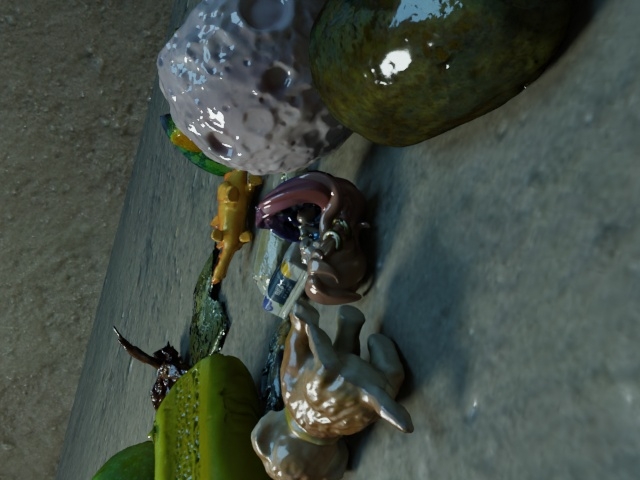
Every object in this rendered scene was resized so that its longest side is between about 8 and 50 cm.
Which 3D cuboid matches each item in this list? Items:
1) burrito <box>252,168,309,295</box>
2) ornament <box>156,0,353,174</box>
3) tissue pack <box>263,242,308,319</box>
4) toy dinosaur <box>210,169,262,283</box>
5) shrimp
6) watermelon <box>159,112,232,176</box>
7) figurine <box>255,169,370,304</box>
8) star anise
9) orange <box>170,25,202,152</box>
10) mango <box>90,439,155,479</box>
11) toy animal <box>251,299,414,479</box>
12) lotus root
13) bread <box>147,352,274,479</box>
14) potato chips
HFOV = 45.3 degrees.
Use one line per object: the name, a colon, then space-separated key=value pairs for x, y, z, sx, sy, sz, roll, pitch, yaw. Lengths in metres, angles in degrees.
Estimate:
burrito: x=-0.056 y=-0.016 z=1.049 sx=0.058 sy=0.045 sz=0.188 roll=-147 pitch=70 yaw=-75
ornament: x=-0.052 y=-0.198 z=0.892 sx=0.259 sy=0.225 sz=0.259 roll=-46 pitch=15 yaw=16
tissue pack: x=-0.037 y=0.047 z=0.954 sx=0.083 sy=0.042 sz=0.062 roll=-59 pitch=8 yaw=32
toy dinosaur: x=-0.141 y=-0.064 z=1.263 sx=0.117 sy=0.071 sz=0.288 roll=-24 pitch=51 yaw=64
shrimp: x=-0.051 y=0.167 z=0.950 sx=0.091 sy=0.034 sz=0.161 roll=124 pitch=159 yaw=-47
watermelon: x=-0.250 y=-0.204 z=1.499 sx=0.231 sy=0.146 sz=0.128 roll=16 pitch=93 yaw=66
figurine: x=0.007 y=-0.007 z=0.831 sx=0.157 sy=0.114 sz=0.126 roll=52 pitch=168 yaw=31
star anise: x=-0.316 y=0.237 z=1.419 sx=0.158 sy=0.144 sz=0.140 roll=-52 pitch=41 yaw=45
orange: x=-0.181 y=-0.270 z=1.347 sx=0.179 sy=0.159 sz=0.237 roll=80 pitch=-174 yaw=-54
mango: x=-0.244 y=0.455 z=1.014 sx=0.225 sy=0.201 sz=0.381 roll=-32 pitch=43 yaw=50
toy animal: x=0.007 y=0.178 z=0.714 sx=0.185 sy=0.104 sz=0.184 roll=-64 pitch=31 yaw=19
lotus root: x=0.083 y=-0.173 z=0.656 sx=0.275 sy=0.152 sz=0.160 roll=153 pitch=119 yaw=-65
bread: x=-0.119 y=0.306 z=0.910 sx=0.166 sy=0.112 sz=0.383 roll=-44 pitch=34 yaw=19
potato chips: x=-0.198 y=0.120 z=1.343 sx=0.202 sy=0.029 sz=0.219 roll=132 pitch=143 yaw=-55
